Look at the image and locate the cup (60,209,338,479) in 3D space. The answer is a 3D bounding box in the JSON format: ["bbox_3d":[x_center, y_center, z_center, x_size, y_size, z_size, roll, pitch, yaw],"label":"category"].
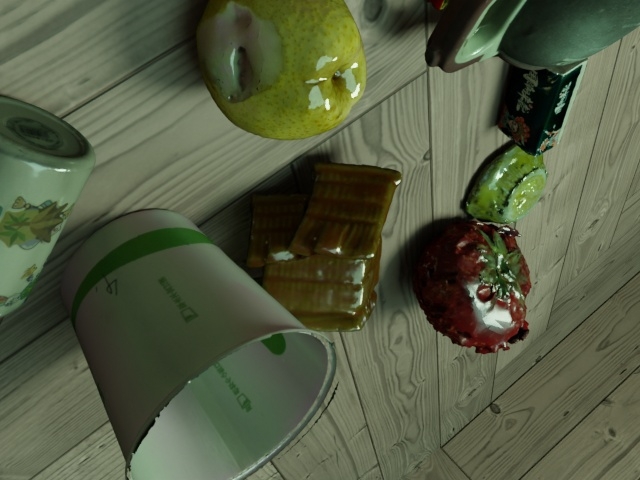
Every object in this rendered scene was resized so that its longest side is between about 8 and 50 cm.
[{"bbox_3d":[-0.156,0.117,0.757,0.253,0.274,0.253,-28,142,-24],"label":"cup"}]

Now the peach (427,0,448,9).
[{"bbox_3d":[0.152,-0.332,0.811,0.077,0.050,0.083,-52,175,-49],"label":"peach"}]

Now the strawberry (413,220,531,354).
[{"bbox_3d":[0.291,0.095,1.314,0.274,0.274,0.220,-13,173,-41],"label":"strawberry"}]

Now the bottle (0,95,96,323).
[{"bbox_3d":[-0.308,0.003,0.602,0.120,0.120,0.253,7,123,-52],"label":"bottle"}]

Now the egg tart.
[{"bbox_3d":[0.374,-0.106,1.298,0.197,0.078,0.197,-30,142,-26],"label":"egg tart"}]

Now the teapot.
[{"bbox_3d":[0.278,-0.320,0.798,0.315,0.233,0.312,-26,168,-26],"label":"teapot"}]

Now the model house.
[{"bbox_3d":[0.000,0.002,0.927,0.219,0.200,0.229,-80,178,-80],"label":"model house"}]

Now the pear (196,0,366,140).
[{"bbox_3d":[-0.035,-0.182,0.661,0.178,0.178,0.178,-30,145,-24],"label":"pear"}]

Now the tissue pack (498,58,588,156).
[{"bbox_3d":[0.368,-0.241,1.114,0.091,0.103,0.170,-25,142,-23],"label":"tissue pack"}]
